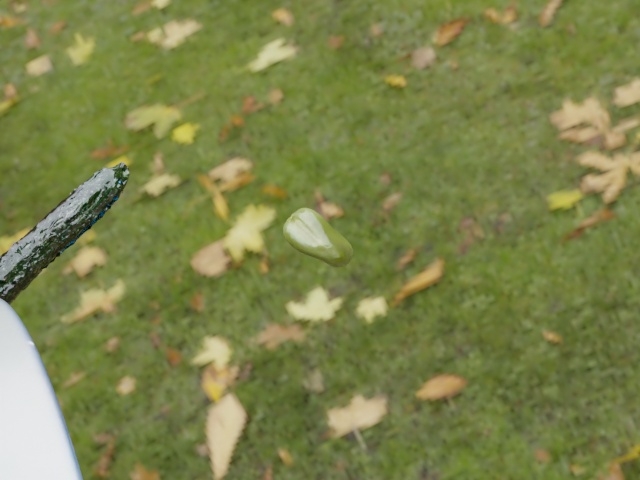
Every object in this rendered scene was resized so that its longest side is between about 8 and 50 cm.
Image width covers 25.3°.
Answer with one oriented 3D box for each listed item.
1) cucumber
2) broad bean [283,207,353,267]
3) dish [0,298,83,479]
[{"bbox_3d":[-0.292,0.011,1.463,0.257,0.043,0.044,-41,62,4],"label":"cucumber"},{"bbox_3d":[0.000,0.000,1.522,0.045,0.083,0.063,-54,23,3],"label":"broad bean"},{"bbox_3d":[-0.167,0.165,0.556,0.134,0.273,0.273,-8,17,-22],"label":"dish"}]
